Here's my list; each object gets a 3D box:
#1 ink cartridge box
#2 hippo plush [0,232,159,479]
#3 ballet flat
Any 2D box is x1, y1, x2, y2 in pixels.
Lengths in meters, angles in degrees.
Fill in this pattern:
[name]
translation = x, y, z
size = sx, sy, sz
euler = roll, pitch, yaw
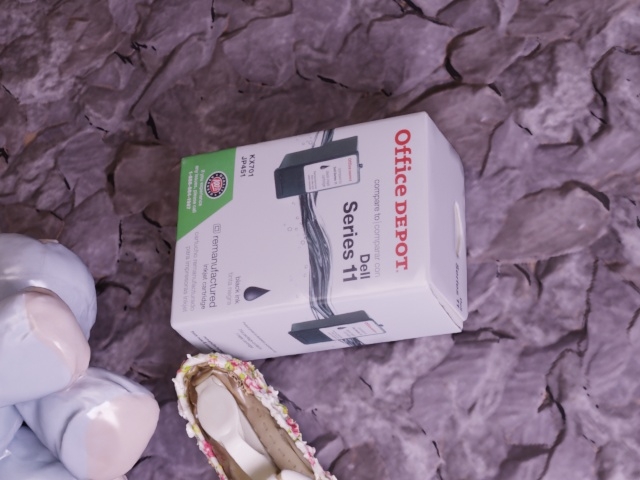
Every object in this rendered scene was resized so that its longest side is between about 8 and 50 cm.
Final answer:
[ink cartridge box]
translation = 0.000, 0.000, 1.069
size = 0.208, 0.087, 0.153
euler = -10, 61, 20
[hippo plush]
translation = -0.272, 0.119, 1.099
size = 0.294, 0.234, 0.236
euler = -16, 27, 0
[ballet flat]
translation = -0.040, 0.171, 1.005
size = 0.091, 0.077, 0.241
euler = -42, 55, -1
